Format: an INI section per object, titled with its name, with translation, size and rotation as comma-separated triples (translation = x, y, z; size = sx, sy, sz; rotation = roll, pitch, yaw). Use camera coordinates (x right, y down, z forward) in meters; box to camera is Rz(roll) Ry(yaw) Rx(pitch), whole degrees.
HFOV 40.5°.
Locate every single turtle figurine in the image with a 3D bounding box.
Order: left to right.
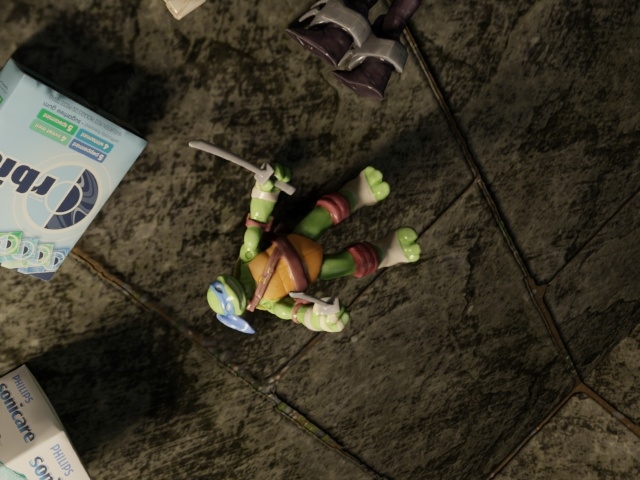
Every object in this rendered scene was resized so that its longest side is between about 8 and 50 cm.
[turtle figurine]
translation = 0.000, 0.000, 1.043
size = 0.266, 0.198, 0.274
rotation = -25, 141, -31

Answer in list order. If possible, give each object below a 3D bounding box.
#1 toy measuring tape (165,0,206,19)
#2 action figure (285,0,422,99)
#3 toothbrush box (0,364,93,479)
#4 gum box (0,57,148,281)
[toy measuring tape]
translation = -0.153, -0.300, 0.707
size = 0.121, 0.121, 0.330
rotation = -39, 141, -10
[action figure]
translation = 0.097, -0.304, 0.958
size = 0.285, 0.099, 0.185
rotation = -52, 135, 0
[toothbrush box]
translation = -0.412, 0.314, 0.983
size = 0.296, 0.126, 0.216
rotation = -30, 138, -20
[gum box]
translation = -0.283, -0.062, 0.848
size = 0.184, 0.041, 0.157
rotation = -54, 142, 7
